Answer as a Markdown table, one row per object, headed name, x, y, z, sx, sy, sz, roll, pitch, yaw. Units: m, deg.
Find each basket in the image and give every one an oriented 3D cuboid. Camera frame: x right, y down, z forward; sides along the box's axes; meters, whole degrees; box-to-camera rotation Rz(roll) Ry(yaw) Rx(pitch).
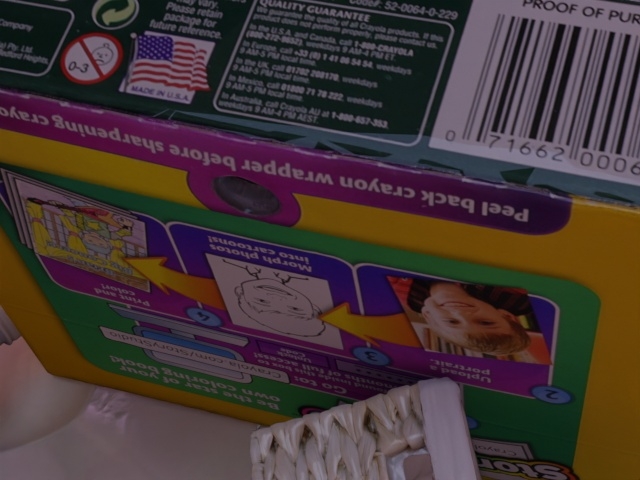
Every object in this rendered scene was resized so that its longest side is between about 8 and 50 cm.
| name | x | y | z | sx | sy | sz | roll | pitch | yaw |
| --- | --- | --- | --- | --- | --- | --- | --- | --- | --- |
| basket | 0.035 | 0.156 | 0.608 | 0.103 | 0.167 | 0.113 | -13 | 57 | 6 |

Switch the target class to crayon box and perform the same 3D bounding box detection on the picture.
| name | x | y | z | sx | sy | sz | roll | pitch | yaw |
| --- | --- | --- | --- | --- | --- | --- | --- | --- | --- |
| crayon box | 0.000 | 0.000 | 0.617 | 0.363 | 0.313 | 0.106 | 12 | 63 | 14 |

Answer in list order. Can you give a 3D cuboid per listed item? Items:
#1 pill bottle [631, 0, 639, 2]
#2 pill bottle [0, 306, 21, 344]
| name | x | y | z | sx | sy | sz | roll | pitch | yaw |
| --- | --- | --- | --- | --- | --- | --- | --- | --- | --- |
| pill bottle | 0.157 | -0.144 | 0.780 | 0.283 | 0.160 | 0.160 | -12 | 57 | -1 |
| pill bottle | -0.250 | 0.078 | 0.728 | 0.094 | 0.094 | 0.169 | 36 | 68 | 25 |
